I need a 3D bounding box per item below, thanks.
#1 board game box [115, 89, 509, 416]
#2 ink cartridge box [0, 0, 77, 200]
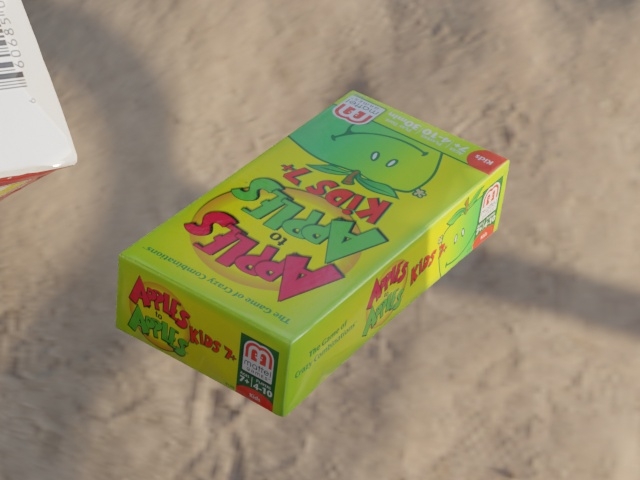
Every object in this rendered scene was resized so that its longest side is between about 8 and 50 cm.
[{"bbox_3d":[0.000,0.000,0.855,0.181,0.092,0.043,-38,146,-44],"label":"board game box"},{"bbox_3d":[-0.299,-0.021,0.704,0.272,0.309,0.130,-13,82,-45],"label":"ink cartridge box"}]
